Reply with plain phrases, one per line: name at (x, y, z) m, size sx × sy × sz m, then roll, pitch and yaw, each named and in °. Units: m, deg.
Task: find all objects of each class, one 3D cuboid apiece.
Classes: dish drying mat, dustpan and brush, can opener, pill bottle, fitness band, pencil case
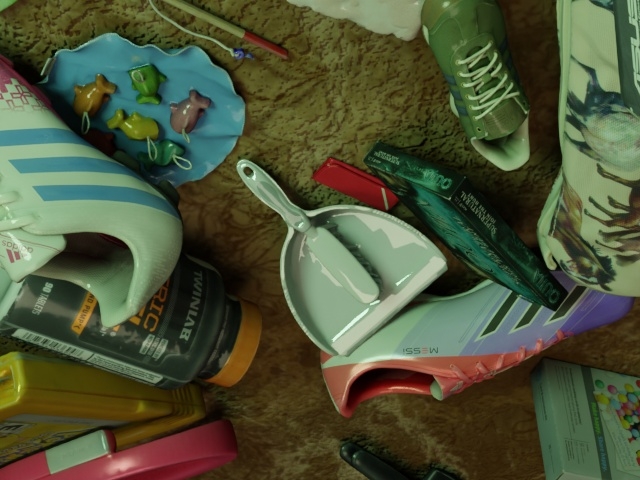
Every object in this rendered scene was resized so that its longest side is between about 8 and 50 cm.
dish drying mat at (0.035, -0.050, 1.193) m, size 0.083 × 0.008 × 0.032 m, roll 23°, pitch 133°, yaw -25°
dustpan and brush at (0.000, 0.000, 1.199) m, size 0.147 × 0.060 × 0.211 m, roll -42°, pitch 98°, yaw 11°
can opener at (0.092, 0.285, 1.540) m, size 0.186 × 0.073 × 0.059 m, roll 32°, pitch 166°, yaw -28°
pill bottle at (-0.178, 0.061, 1.216) m, size 0.245 × 0.130 × 0.130 m, roll 22°, pitch 132°, yaw -25°
fitness band at (-0.227, 0.252, 1.414) m, size 0.290 × 0.054 × 0.209 m, roll -22°, pitch 162°, yaw 25°
pencil case at (0.251, -0.127, 1.006) m, size 0.183 × 0.160 × 0.410 m, roll 1°, pitch 138°, yaw 9°

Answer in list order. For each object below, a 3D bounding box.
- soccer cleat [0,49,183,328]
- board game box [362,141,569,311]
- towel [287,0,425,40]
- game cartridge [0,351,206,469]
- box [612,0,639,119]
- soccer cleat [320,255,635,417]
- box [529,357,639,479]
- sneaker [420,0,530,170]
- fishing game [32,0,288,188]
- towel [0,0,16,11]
soccer cleat at (-0.256, -0.054, 1.042) m, size 0.331 × 0.143 × 0.116 m, roll 33°, pitch 136°, yaw -17°
board game box at (0.130, -0.012, 1.164) m, size 0.026 × 0.126 × 0.186 m, roll -53°, pitch 128°, yaw -7°
towel at (-0.008, -0.303, 0.881) m, size 0.331 × 0.053 × 0.317 m, roll 16°, pitch 135°, yaw -19°
game cartridge at (-0.313, 0.193, 1.317) m, size 0.285 × 0.053 × 0.323 m, roll -22°, pitch 159°, yaw 21°
box at (0.323, -0.277, 0.744) m, size 0.318 × 0.097 × 0.395 m, roll -12°, pitch 111°, yaw -5°
soccer cleat at (0.156, 0.098, 1.275) m, size 0.318 × 0.116 × 0.109 m, roll -10°, pitch 144°, yaw 8°
box at (0.322, 0.209, 1.389) m, size 0.186 × 0.145 × 0.038 m, roll 14°, pitch 136°, yaw -16°
sneaker at (0.134, -0.123, 1.024) m, size 0.064 × 0.086 × 0.192 m, roll -27°, pitch 151°, yaw 0°
fishing game at (-0.157, -0.100, 1.108) m, size 0.189 × 0.041 × 0.264 m, roll 23°, pitch 132°, yaw -29°
towel at (-0.257, -0.241, 0.965) m, size 0.113 × 0.023 × 0.152 m, roll -23°, pitch 136°, yaw 24°
